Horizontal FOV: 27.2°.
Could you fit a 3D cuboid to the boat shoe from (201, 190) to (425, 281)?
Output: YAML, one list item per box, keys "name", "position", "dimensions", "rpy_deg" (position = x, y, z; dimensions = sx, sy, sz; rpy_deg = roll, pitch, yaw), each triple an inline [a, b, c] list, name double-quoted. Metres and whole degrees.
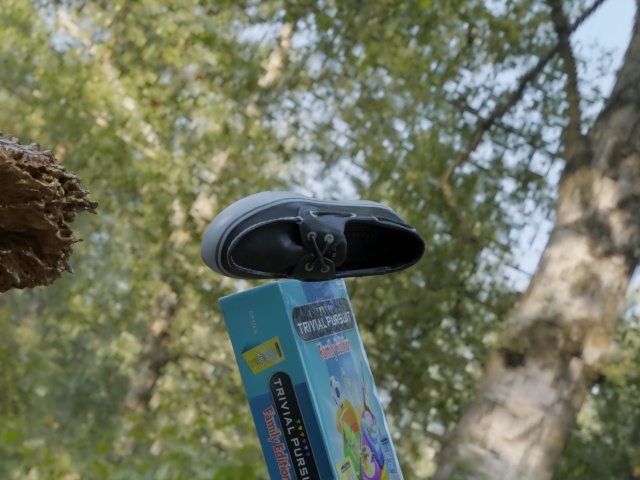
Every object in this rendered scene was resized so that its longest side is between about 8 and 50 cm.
- name: "boat shoe"
  position: [0.000, 0.000, 0.732]
  dimensions: [0.142, 0.049, 0.040]
  rpy_deg: [-5, 24, -41]

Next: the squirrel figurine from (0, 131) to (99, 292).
- name: "squirrel figurine"
  position: [-0.414, -0.010, 1.175]
  dimensions: [0.281, 0.397, 0.370]
  rpy_deg: [58, -18, 6]

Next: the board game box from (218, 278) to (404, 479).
- name: "board game box"
  position: [0.005, 0.211, 1.544]
  dimensions: [0.079, 0.336, 0.254]
  rpy_deg: [-18, -4, 16]
